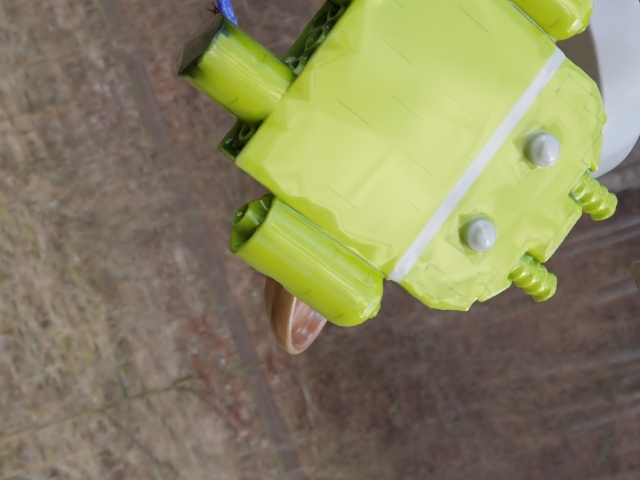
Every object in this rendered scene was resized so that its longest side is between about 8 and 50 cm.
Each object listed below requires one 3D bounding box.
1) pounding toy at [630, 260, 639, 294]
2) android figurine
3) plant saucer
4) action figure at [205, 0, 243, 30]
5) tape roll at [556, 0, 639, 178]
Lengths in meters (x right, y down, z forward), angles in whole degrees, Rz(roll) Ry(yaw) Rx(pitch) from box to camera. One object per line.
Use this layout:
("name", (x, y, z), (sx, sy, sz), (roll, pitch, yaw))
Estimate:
("pounding toy", (0.516, 0.140, 1.583), (0.154, 0.155, 0.269), (117, -36, -65))
("android figurine", (0.059, -0.066, 0.697), (0.273, 0.248, 0.056), (38, 0, -23))
("plant saucer", (0.000, 0.000, 1.041), (0.200, 0.037, 0.200), (22, 90, -77))
("action figure", (-0.087, -0.209, 1.122), (0.038, 0.030, 0.115), (-115, -178, -60))
("tape roll", (0.209, -0.234, 1.361), (0.392, 0.072, 0.392), (48, -26, 33))
